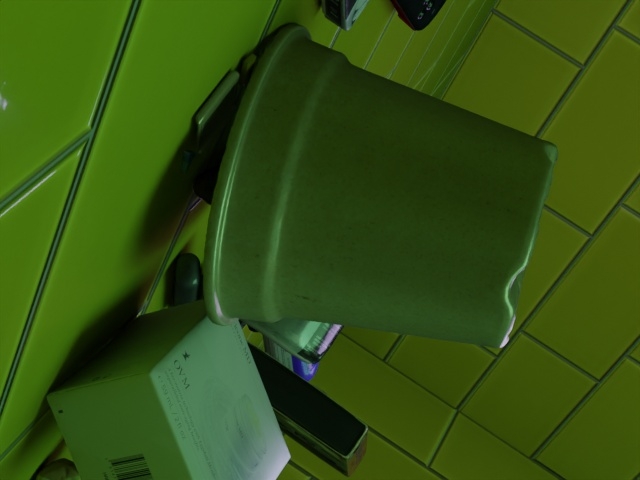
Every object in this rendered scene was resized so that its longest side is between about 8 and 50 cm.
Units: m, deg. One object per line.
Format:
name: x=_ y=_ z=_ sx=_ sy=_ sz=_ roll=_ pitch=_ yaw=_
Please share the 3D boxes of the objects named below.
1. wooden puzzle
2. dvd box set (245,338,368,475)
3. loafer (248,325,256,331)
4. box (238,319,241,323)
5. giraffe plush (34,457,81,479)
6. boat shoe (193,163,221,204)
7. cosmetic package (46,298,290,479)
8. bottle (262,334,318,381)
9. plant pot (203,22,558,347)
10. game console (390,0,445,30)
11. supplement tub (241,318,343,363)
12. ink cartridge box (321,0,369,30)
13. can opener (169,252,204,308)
wooden puzzle: x=-0.101 y=-0.125 z=1.155 sx=0.116 sy=0.014 sz=0.078 roll=-54 pitch=170 yaw=-28
dvd box set: x=-0.064 y=0.252 z=1.890 sx=0.062 sy=0.307 sz=0.420 roll=-54 pitch=169 yaw=-11
loafer: x=-0.076 y=0.088 z=2.119 sx=0.170 sy=0.062 sz=0.061 roll=-50 pitch=135 yaw=-18
box: x=-0.145 y=0.114 z=2.098 sx=0.184 sy=0.045 sz=0.191 roll=-58 pitch=176 yaw=34
giraffe plush: x=-0.311 y=0.366 z=1.544 sx=0.210 sy=0.181 sz=0.170 roll=-66 pitch=-162 yaw=-7
boat shoe: x=-0.094 y=-0.066 z=1.347 sx=0.178 sy=0.060 sz=0.064 roll=-24 pitch=122 yaw=-77
cosmetic package: x=-0.160 y=0.212 z=1.348 sx=0.138 sy=0.224 sz=0.225 roll=-15 pitch=-166 yaw=21
bottle: x=-0.059 y=0.106 z=2.012 sx=0.118 sy=0.092 sz=0.283 roll=-80 pitch=166 yaw=-55
plant pot: x=0.076 y=-0.029 z=1.265 sx=0.334 sy=0.305 sz=0.334 roll=16 pitch=90 yaw=-81
game console: x=0.220 y=-0.488 z=1.706 sx=0.387 sy=0.060 sz=0.342 roll=-58 pitch=175 yaw=6
supplement tub: x=0.000 y=0.000 z=1.819 sx=0.338 sy=0.207 sz=0.207 roll=-56 pitch=175 yaw=-6
ink cartridge box: x=0.068 y=-0.339 z=1.247 sx=0.206 sy=0.045 sz=0.208 roll=-56 pitch=174 yaw=-4
can opener: x=-0.160 y=0.060 z=1.581 sx=0.283 sy=0.075 sz=0.095 roll=110 pitch=-18 yaw=-68
